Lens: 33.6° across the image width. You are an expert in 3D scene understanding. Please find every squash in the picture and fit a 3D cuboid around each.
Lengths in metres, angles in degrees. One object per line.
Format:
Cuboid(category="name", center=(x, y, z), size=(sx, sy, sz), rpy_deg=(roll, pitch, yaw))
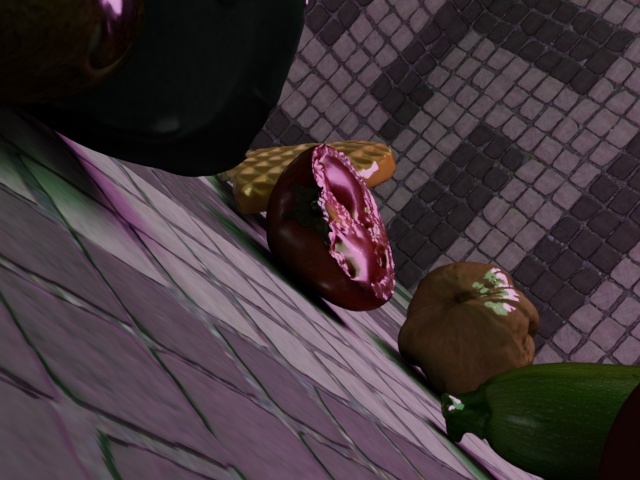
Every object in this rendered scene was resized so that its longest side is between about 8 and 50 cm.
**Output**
Cuboid(category="squash", center=(0.292, 0.149, 0.827), size=(0.395, 0.107, 0.107), rpy_deg=(2, 1, 3))

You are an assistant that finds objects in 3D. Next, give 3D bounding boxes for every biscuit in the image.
Cuboid(category="biscuit", center=(-0.016, -0.086, 1.241), size=(0.309, 0.204, 0.040), rpy_deg=(-123, -155, -76))

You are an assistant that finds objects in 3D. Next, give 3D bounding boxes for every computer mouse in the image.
Cuboid(category="computer mouse", center=(-0.144, -0.180, 0.611), size=(0.374, 0.203, 0.114), rpy_deg=(38, 24, 18))

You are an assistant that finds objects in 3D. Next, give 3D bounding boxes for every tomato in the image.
Cuboid(category="tomato", center=(0.000, 0.000, 0.983), size=(0.139, 0.091, 0.159), rpy_deg=(20, 47, -58))

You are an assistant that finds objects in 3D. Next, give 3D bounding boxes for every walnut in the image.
Cuboid(category="walnut", center=(0.154, 0.097, 1.100), size=(0.166, 0.149, 0.167), rpy_deg=(-14, 90, -85))

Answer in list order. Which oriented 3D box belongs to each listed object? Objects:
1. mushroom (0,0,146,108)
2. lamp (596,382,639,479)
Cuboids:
Cuboid(category="mushroom", center=(-0.178, -0.147, 0.443), size=(0.231, 0.138, 0.194), rpy_deg=(53, -16, -25))
Cuboid(category="lamp", center=(0.314, 0.173, 0.620), size=(0.303, 0.257, 0.303), rpy_deg=(16, -1, 0))
